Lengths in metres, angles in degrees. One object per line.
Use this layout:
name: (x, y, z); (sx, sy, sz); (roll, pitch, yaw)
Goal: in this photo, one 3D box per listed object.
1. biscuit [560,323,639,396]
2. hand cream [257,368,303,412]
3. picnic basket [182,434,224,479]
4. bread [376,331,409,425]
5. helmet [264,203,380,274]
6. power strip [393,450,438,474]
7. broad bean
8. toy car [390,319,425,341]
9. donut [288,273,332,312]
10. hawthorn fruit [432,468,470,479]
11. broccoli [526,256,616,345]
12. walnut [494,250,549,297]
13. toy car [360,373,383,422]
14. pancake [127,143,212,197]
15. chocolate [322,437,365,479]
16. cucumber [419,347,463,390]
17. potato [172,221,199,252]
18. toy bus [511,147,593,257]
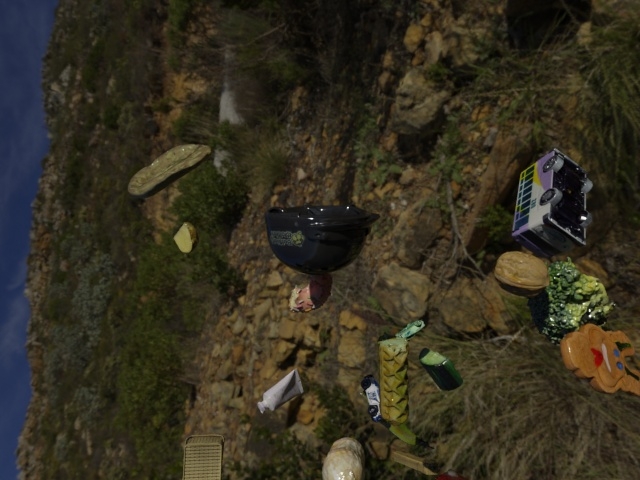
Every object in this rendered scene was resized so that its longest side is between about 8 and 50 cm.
biscuit: (0.845, 0.352, 1.274); (0.047, 0.334, 0.202); (-40, 41, 55)
hand cream: (-0.113, 0.431, 1.204); (0.142, 0.053, 0.084); (-27, -66, -36)
picnic basket: (-0.349, 0.672, 1.281); (0.079, 0.115, 0.164); (148, 123, -78)
bread: (0.205, 0.397, 1.207); (0.087, 0.098, 0.269); (-20, -68, -46)
helmet: (0.000, 0.000, 0.991); (0.231, 0.279, 0.160); (-11, -72, -48)
power strip: (0.391, 0.913, 1.760); (0.305, 0.064, 0.044); (142, 134, -64)
broad bean: (0.280, 0.691, 1.636); (0.075, 0.325, 0.067); (-51, -9, 5)
toy car: (0.344, 0.382, 1.734); (0.186, 0.058, 0.093); (-27, -10, -23)
donut: (-0.016, 0.133, 1.188); (0.166, 0.117, 0.065); (-69, 27, 20)
hawthorn fruit: (0.267, 0.547, 0.830); (0.172, 0.148, 0.148); (-51, -11, -35)
broccoli: (0.909, 0.229, 1.580); (0.324, 0.272, 0.334); (12, -120, -62)
walnut: (0.695, 0.119, 1.474); (0.184, 0.155, 0.155); (21, 97, 45)
toy car: (0.199, 0.579, 1.586); (0.170, 0.070, 0.080); (-103, -7, -45)
pancake: (-0.379, -0.182, 1.104); (0.242, 0.242, 0.050); (-78, -33, -50)
chocolate: (0.075, 0.701, 1.337); (0.309, 0.134, 0.134); (50, -125, -79)
cucumber: (0.365, 0.399, 1.318); (0.062, 0.115, 0.116); (-40, 9, -14)
potato: (-0.466, -0.003, 1.526); (0.096, 0.103, 0.066); (-36, -16, 35)
toy bus: (0.968, -0.147, 1.815); (0.249, 0.209, 0.439); (-45, 16, 53)
